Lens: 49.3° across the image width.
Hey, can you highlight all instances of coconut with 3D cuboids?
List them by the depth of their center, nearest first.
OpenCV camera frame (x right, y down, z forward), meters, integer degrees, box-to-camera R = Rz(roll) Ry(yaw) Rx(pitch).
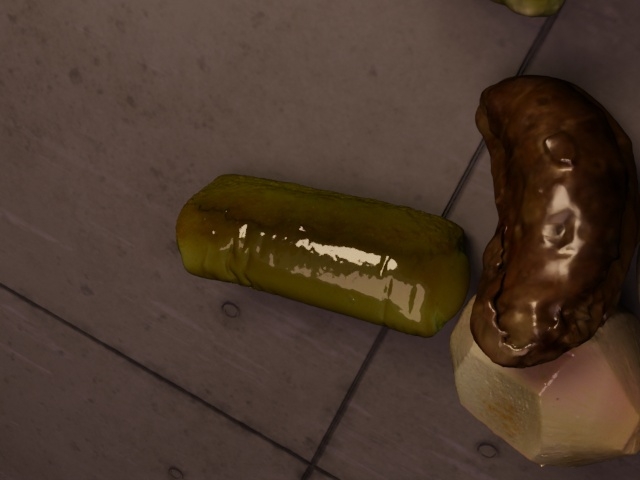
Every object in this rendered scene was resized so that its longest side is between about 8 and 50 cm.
[{"bbox_3d":[0.277,0.146,0.797,0.237,0.237,0.197,31,98,6],"label":"coconut"}]

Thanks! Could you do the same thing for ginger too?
[{"bbox_3d":[0.239,-0.025,0.694,0.173,0.321,0.165,7,153,-1],"label":"ginger"}]

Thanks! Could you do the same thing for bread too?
[{"bbox_3d":[0.000,0.000,0.876,0.384,0.166,0.112,14,141,17],"label":"bread"}]

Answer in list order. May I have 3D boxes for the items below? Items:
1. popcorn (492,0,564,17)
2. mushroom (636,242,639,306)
[{"bbox_3d":[0.152,-0.347,0.558,0.312,0.312,0.312,11,121,19],"label":"popcorn"},{"bbox_3d":[0.429,0.057,0.716,0.244,0.243,0.243,11,121,19],"label":"mushroom"}]
